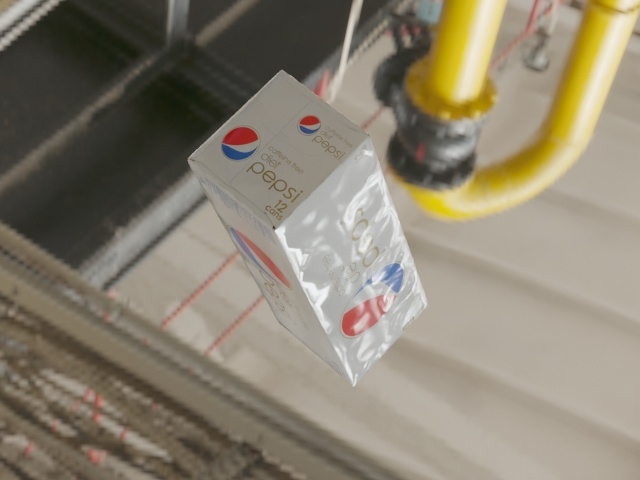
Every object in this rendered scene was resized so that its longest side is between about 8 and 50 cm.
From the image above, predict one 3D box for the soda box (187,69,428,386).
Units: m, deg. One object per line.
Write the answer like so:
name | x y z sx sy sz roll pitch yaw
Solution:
soda box | 0.000 0.000 0.908 0.069 0.216 0.074 39 -103 26
